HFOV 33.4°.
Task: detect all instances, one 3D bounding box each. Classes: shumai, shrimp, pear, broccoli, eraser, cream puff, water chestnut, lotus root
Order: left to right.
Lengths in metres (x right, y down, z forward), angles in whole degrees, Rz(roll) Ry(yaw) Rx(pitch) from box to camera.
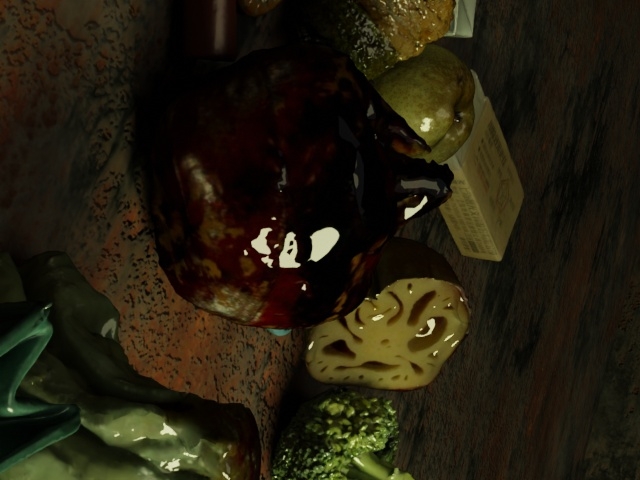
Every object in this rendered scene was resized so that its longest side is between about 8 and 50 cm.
[{"bbox_3d":[-0.185,0.174,0.767,0.304,0.263,0.309,-29,124,-59],"label":"shumai"},{"bbox_3d":[-0.052,-0.285,1.126,0.127,0.025,0.091,-29,122,-53],"label":"shrimp"},{"bbox_3d":[-0.026,-0.049,1.017,0.289,0.244,0.289,-24,118,-55],"label":"water chestnut"},{"bbox_3d":[0.029,0.281,1.303,0.226,0.176,0.198,41,72,-35],"label":"broccoli"},{"bbox_3d":[0.041,-0.257,1.195,0.169,0.183,0.183,-44,144,-7],"label":"cream puff"},{"bbox_3d":[0.070,0.062,1.299,0.180,0.188,0.199,-100,-148,-46],"label":"lotus root"},{"bbox_3d":[0.129,-0.174,1.382,0.167,0.136,0.167,-32,130,-50],"label":"pear"},{"bbox_3d":[0.231,-0.110,1.661,0.343,0.078,0.144,56,50,-52],"label":"eraser"}]

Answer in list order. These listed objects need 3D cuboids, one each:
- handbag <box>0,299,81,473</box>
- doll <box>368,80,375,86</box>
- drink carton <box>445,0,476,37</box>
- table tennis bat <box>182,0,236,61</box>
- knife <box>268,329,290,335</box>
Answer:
[{"bbox_3d":[-0.294,0.121,0.539,0.274,0.268,0.100,-39,122,-57],"label":"handbag"},{"bbox_3d":[0.015,-0.115,1.263,0.165,0.057,0.139,-31,112,-39],"label":"doll"},{"bbox_3d":[0.135,-0.413,1.328,0.106,0.130,0.315,-8,105,-60],"label":"drink carton"},{"bbox_3d":[-0.102,-0.376,0.985,0.268,0.051,0.415,-14,108,-60],"label":"table tennis bat"},{"bbox_3d":[0.001,0.001,1.226,0.058,0.032,0.244,9,111,-62],"label":"knife"}]
